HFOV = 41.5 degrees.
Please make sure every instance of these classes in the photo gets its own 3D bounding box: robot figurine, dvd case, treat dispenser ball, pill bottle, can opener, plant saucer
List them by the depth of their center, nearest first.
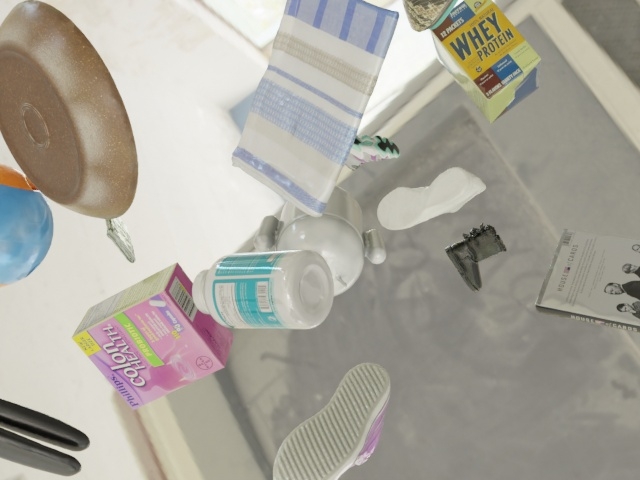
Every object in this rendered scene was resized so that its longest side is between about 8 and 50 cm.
[{"bbox_3d":[-0.270,0.137,0.661,0.186,0.073,0.059,33,-138,-12],"label":"can opener"},{"bbox_3d":[-0.231,-0.103,0.724,0.036,0.198,0.198,-31,-96,-37],"label":"plant saucer"},{"bbox_3d":[0.507,0.069,1.430,0.179,0.239,0.029,-60,-35,-30],"label":"dvd case"},{"bbox_3d":[-0.117,0.094,1.588,0.146,0.264,0.146,5,-97,-53],"label":"pill bottle"},{"bbox_3d":[-0.752,-0.033,1.905,0.288,0.288,0.288,51,-168,-16],"label":"treat dispenser ball"},{"bbox_3d":[0.000,0.000,1.937,0.353,0.300,0.199,-87,1,-62],"label":"robot figurine"}]

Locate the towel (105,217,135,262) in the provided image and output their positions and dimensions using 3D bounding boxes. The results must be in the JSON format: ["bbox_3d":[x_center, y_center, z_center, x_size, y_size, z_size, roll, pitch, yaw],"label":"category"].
[{"bbox_3d":[-0.488,-0.022,2.029,0.113,0.023,0.152,63,178,-39],"label":"towel"}]

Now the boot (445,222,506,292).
[{"bbox_3d":[0.303,0.032,1.593,0.121,0.099,0.045,54,-162,-20],"label":"boot"}]

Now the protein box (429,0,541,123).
[{"bbox_3d":[0.353,-0.389,1.802,0.201,0.136,0.200,54,-173,13],"label":"protein box"}]

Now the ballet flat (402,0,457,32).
[{"bbox_3d":[0.198,-0.493,1.165,0.182,0.483,0.164,13,-124,-24],"label":"ballet flat"}]

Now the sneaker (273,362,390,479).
[{"bbox_3d":[0.027,0.338,1.333,0.102,0.161,0.282,25,-138,26],"label":"sneaker"}]

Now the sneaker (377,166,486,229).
[{"bbox_3d":[0.205,-0.066,1.547,0.094,0.212,0.080,10,-113,-47],"label":"sneaker"}]

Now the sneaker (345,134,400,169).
[{"bbox_3d":[0.068,-0.129,1.300,0.098,0.069,0.038,13,-131,-14],"label":"sneaker"}]

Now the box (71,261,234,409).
[{"bbox_3d":[-0.346,0.201,1.760,0.213,0.243,0.117,57,-161,-21],"label":"box"}]

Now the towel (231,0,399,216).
[{"bbox_3d":[-0.017,-0.194,1.124,0.034,0.285,0.209,7,-158,-44],"label":"towel"}]
